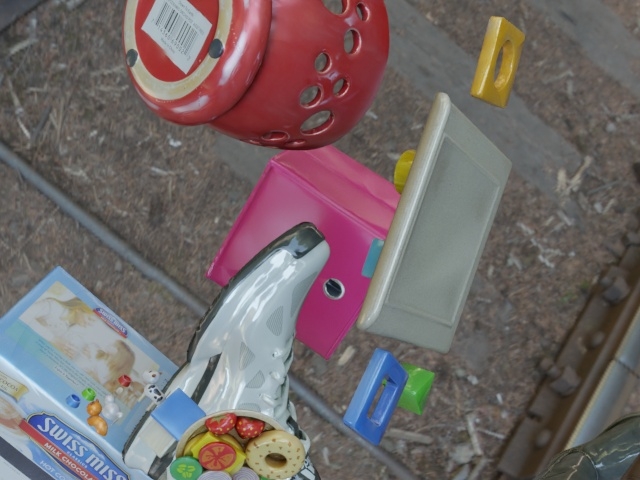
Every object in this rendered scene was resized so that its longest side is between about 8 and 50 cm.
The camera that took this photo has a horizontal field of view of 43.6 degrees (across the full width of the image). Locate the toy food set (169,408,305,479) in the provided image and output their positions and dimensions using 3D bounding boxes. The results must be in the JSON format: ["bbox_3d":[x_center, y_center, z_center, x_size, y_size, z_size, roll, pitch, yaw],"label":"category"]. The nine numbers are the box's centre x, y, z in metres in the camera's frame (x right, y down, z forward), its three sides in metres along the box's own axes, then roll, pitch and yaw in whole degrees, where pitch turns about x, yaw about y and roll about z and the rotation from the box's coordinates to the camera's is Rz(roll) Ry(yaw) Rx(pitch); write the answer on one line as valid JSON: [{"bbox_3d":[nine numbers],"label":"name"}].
[{"bbox_3d":[-0.059,0.150,0.552,0.083,0.082,0.020,38,19,-26],"label":"toy food set"}]

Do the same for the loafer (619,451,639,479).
[{"bbox_3d":[0.373,0.331,0.673,0.134,0.130,0.366,23,33,-39],"label":"loafer"}]

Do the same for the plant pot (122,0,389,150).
[{"bbox_3d":[-0.061,-0.181,0.702,0.174,0.191,0.191,2,65,-52],"label":"plant pot"}]

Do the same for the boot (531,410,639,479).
[{"bbox_3d":[0.302,0.278,0.930,0.208,0.189,0.076,-1,54,-51],"label":"boot"}]

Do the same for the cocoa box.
[{"bbox_3d":[-0.397,0.263,1.283,0.347,0.228,0.231,43,29,-9],"label":"cocoa box"}]

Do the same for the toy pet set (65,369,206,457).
[{"bbox_3d":[-0.186,0.173,0.859,0.114,0.122,0.065,41,101,9],"label":"toy pet set"}]

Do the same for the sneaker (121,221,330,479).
[{"bbox_3d":[-0.055,0.205,1.053,0.257,0.447,0.169,37,23,9],"label":"sneaker"}]

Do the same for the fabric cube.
[{"bbox_3d":[0.000,0.000,1.408,0.258,0.254,0.259,34,24,3],"label":"fabric cube"}]

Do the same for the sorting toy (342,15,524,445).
[{"bbox_3d":[0.089,-0.008,0.649,0.047,0.196,0.348,18,87,29],"label":"sorting toy"}]
